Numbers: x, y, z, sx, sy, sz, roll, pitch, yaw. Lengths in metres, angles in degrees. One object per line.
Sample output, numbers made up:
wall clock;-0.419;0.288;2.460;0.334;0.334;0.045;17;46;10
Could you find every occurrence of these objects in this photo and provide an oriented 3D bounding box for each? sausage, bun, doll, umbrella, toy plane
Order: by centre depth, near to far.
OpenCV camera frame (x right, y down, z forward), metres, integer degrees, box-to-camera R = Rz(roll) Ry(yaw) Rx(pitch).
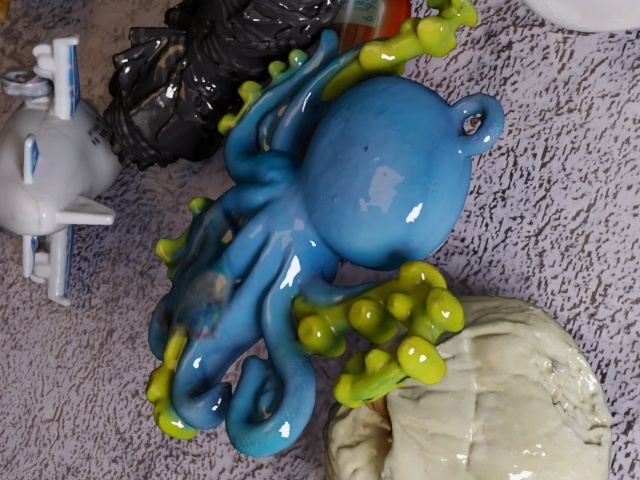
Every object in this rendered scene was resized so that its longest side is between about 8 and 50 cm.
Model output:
bun;0.084;0.133;0.945;0.220;0.134;0.220;-20;61;41
doll;0.000;0.000;1.012;0.341;0.099;0.346;-34;43;29
sausage;0.026;-0.113;1.133;0.083;0.083;0.264;5;76;43
umbrella;-0.083;-0.164;1.158;0.336;0.128;0.154;-30;22;56
toy plane;-0.248;-0.067;1.294;0.267;0.123;0.267;-176;90;-83

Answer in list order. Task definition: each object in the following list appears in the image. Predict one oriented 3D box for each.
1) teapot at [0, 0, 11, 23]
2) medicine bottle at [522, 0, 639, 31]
teapot;-0.336;-0.341;1.497;0.311;0.203;0.167;-91;4;-48
medicine bottle;0.174;-0.348;0.991;0.211;0.211;0.371;-36;54;27
